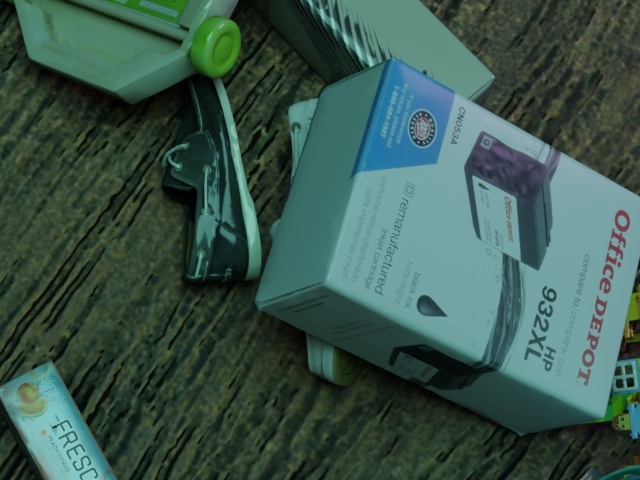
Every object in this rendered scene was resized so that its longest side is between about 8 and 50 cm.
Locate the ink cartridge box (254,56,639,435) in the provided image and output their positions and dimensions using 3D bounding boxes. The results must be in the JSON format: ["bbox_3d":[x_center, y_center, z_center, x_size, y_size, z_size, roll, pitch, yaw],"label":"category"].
[{"bbox_3d":[0.126,0.011,1.621,0.307,0.129,0.223,27,66,-24],"label":"ink cartridge box"}]

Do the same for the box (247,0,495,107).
[{"bbox_3d":[0.038,-0.206,1.765,0.094,0.113,0.275,-41,78,-17],"label":"box"}]

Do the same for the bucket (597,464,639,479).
[{"bbox_3d":[0.311,0.316,1.515,0.281,0.183,0.281,1,93,10],"label":"bucket"}]

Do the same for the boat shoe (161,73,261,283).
[{"bbox_3d":[-0.113,-0.071,1.708,0.079,0.084,0.233,-8,74,-11],"label":"boat shoe"}]

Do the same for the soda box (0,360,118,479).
[{"bbox_3d":[-0.220,0.202,1.601,0.058,0.063,0.183,-26,76,-16],"label":"soda box"}]

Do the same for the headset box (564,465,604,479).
[{"bbox_3d":[0.250,0.252,1.661,0.083,0.032,0.062,42,69,10],"label":"headset box"}]

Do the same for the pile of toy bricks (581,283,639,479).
[{"bbox_3d":[0.275,0.144,1.678,0.105,0.118,0.212,-10,78,23],"label":"pile of toy bricks"}]

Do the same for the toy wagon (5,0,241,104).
[{"bbox_3d":[-0.150,-0.303,1.726,0.267,0.068,0.344,23,83,28],"label":"toy wagon"}]

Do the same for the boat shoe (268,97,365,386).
[{"bbox_3d":[0.000,0.000,1.700,0.096,0.098,0.277,-2,75,20],"label":"boat shoe"}]
